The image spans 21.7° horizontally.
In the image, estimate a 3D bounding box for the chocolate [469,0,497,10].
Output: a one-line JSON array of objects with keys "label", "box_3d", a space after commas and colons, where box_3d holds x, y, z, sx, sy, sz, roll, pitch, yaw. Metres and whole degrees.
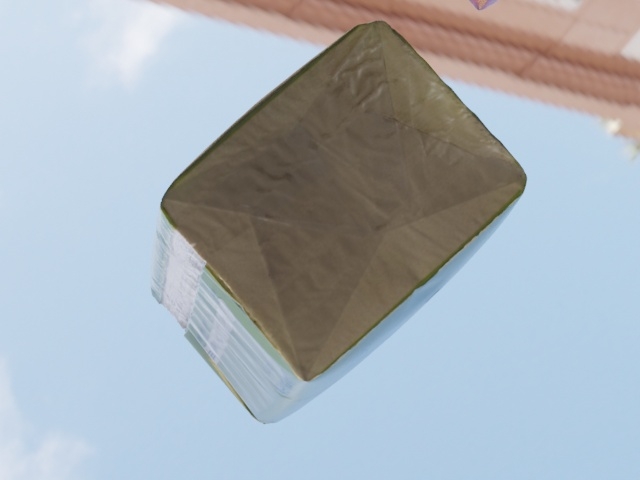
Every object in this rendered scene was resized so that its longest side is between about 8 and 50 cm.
[{"label": "chocolate", "box_3d": [0.174, -0.370, 1.523, 0.235, 0.108, 0.237, -34, -92, -27]}]

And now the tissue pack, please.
[{"label": "tissue pack", "box_3d": [0.000, 0.000, 1.159, 0.200, 0.274, 0.167, -40, -96, -13]}]
